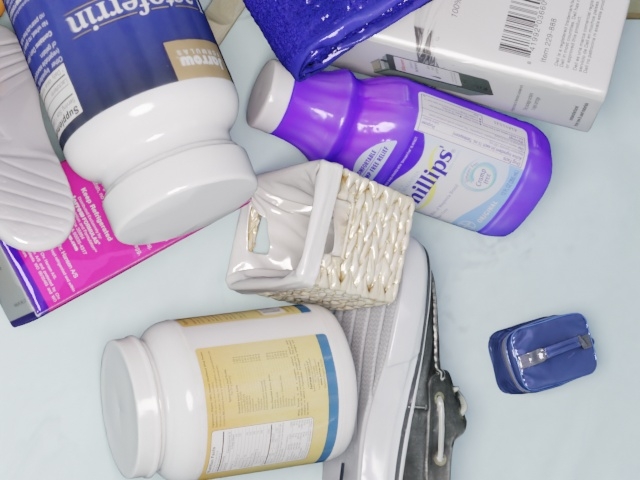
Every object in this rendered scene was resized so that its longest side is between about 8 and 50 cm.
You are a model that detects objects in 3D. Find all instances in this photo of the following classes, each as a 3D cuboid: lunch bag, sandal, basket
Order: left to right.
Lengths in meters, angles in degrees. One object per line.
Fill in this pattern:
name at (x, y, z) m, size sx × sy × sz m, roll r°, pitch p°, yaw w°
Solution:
sandal at (-0.277, -0.076, 1.595) m, size 0.102 × 0.076 × 0.265 m, roll -6°, pitch 51°, yaw -24°
basket at (0.000, 0.000, 1.733) m, size 0.103 × 0.167 × 0.113 m, roll 17°, pitch 79°, yaw -25°
lunch bag at (0.219, 0.108, 1.854) m, size 0.098 × 0.065 × 0.067 m, roll -16°, pitch 91°, yaw -21°

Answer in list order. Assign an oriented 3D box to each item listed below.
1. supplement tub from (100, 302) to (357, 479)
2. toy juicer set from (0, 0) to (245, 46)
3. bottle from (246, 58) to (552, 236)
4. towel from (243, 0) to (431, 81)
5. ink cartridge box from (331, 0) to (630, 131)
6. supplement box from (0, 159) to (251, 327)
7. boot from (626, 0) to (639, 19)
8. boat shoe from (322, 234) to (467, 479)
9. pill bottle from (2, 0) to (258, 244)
supplement tub at (-0.082, 0.136, 1.696) m, size 0.199 × 0.144 × 0.144 m, roll -6°, pitch 87°, yaw -21°
toy juicer set at (-0.190, -0.233, 1.723) m, size 0.329 × 0.089 × 0.209 m, roll 15°, pitch 79°, yaw -19°
bottle at (0.072, -0.093, 1.791) m, size 0.283 × 0.118 × 0.092 m, roll 19°, pitch 43°, yaw -19°
towel at (-0.008, -0.322, 1.702) m, size 0.227 × 0.076 × 0.308 m, roll -33°, pitch 79°, yaw -5°
ink cartridge box at (0.141, -0.246, 1.785) m, size 0.289 × 0.121 × 0.211 m, roll 15°, pitch 78°, yaw 3°
supplement box at (-0.189, -0.026, 1.690) m, size 0.220 × 0.111 × 0.114 m, roll -28°, pitch 93°, yaw -22°
boot at (0.360, -0.339, 1.946) m, size 0.295 × 0.104 × 0.211 m, roll -6°, pitch 80°, yaw -23°
boat shoe at (0.074, 0.161, 1.781) m, size 0.119 × 0.121 × 0.335 m, roll 6°, pitch 93°, yaw -28°
pill bottle at (-0.157, -0.140, 1.584) m, size 0.153 × 0.153 × 0.265 m, roll -18°, pitch 76°, yaw -21°
